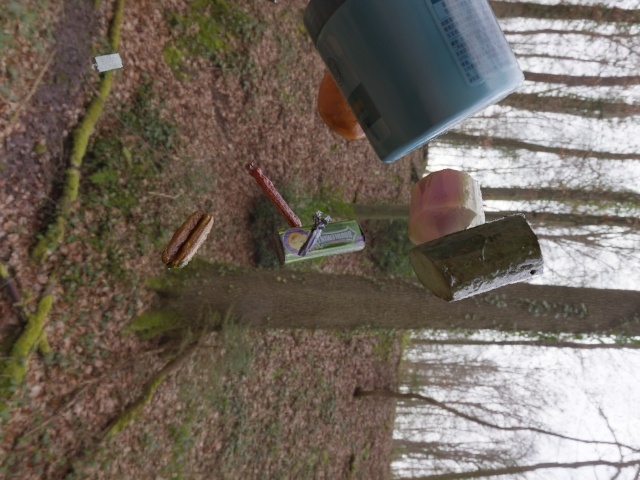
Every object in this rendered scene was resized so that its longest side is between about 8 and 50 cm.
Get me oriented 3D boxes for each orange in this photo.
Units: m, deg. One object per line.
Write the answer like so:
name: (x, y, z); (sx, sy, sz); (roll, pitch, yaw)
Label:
orange: (0.128, -0.513, 1.564); (0.226, 0.283, 0.284); (-127, -142, -61)

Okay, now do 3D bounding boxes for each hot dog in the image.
hot dog: (-0.486, -0.004, 1.577); (0.072, 0.115, 0.269); (106, 9, -53)

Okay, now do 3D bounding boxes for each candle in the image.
candle: (-0.176, -0.168, 1.685); (0.329, 0.051, 0.048); (53, -5, -15)

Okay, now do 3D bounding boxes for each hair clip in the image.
hair clip: (-0.029, -0.012, 1.261); (0.172, 0.049, 0.116); (-58, 173, 33)

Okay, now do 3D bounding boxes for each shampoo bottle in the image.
shampoo bottle: (0.190, -0.382, 0.890); (0.343, 0.331, 0.331); (60, -9, -3)

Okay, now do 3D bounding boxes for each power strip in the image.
power strip: (-0.732, -0.608, 1.476); (0.136, 0.019, 0.051); (-58, 147, -55)

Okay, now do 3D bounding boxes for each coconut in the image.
coconut: (0.388, -0.071, 1.337); (0.233, 0.233, 0.245); (106, -5, -59)

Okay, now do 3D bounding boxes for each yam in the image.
yam: (0.391, 0.047, 1.080); (0.168, 0.304, 0.168); (-19, 90, -86)

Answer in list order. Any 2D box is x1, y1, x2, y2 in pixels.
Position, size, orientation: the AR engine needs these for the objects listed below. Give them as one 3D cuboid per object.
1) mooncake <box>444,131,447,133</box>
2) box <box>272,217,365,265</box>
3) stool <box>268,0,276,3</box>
mooncake: (0.486, -0.344, 1.712); (0.347, 0.057, 0.150); (-70, 158, -49)
box: (0.000, 0.000, 1.644); (0.097, 0.345, 0.134); (-50, -126, 57)
stool: (-0.096, -0.601, 0.966); (0.125, 0.217, 0.121); (37, -65, 47)
